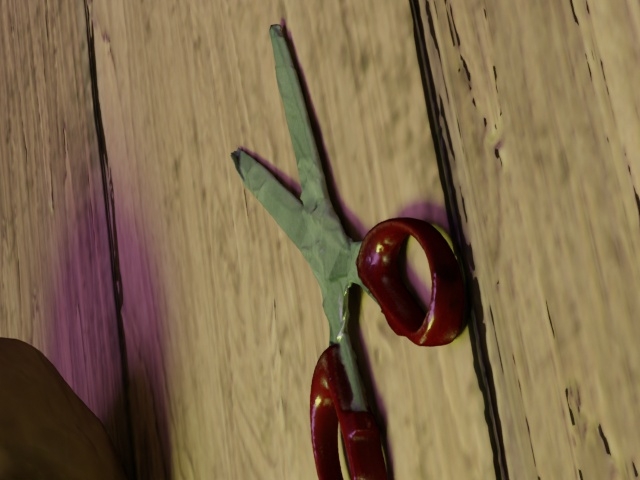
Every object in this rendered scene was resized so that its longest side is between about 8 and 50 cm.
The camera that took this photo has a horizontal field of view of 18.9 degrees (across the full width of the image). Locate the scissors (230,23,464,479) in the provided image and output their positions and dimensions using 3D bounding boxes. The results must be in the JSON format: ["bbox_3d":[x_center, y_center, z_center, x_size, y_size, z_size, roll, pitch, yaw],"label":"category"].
[{"bbox_3d":[0.000,0.000,0.877,0.248,0.017,0.144,-115,37,-48],"label":"scissors"}]

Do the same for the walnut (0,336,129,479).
[{"bbox_3d":[-0.221,0.176,1.064,0.248,0.248,0.248,-177,90,-65],"label":"walnut"}]
